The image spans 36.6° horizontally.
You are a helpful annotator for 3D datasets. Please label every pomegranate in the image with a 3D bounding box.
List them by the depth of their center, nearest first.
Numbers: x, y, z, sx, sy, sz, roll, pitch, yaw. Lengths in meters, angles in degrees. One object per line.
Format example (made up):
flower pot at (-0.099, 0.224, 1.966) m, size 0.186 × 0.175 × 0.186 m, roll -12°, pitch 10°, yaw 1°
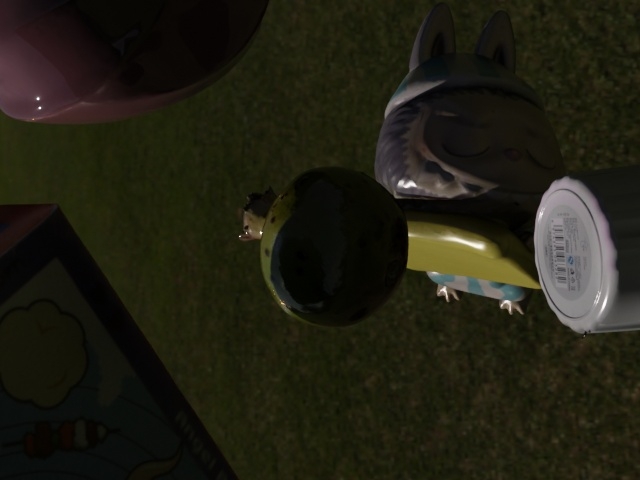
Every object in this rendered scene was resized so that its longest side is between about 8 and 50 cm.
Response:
pomegranate at (0.008, 0.002, 0.740) m, size 0.130 × 0.130 × 0.130 m, roll -178°, pitch 90°, yaw -67°

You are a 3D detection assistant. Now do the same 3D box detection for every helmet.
helmet at (-0.164, -0.206, 0.827) m, size 0.271 × 0.338 × 0.197 m, roll -1°, pitch 105°, yaw 40°

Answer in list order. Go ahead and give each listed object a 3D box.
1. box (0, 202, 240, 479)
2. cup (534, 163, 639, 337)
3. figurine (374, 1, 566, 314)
box at (-0.219, 0.203, 0.540) m, size 0.257 × 0.318 × 0.348 m, roll 1°, pitch 126°, yaw 47°
cup at (0.327, 0.006, 0.880) m, size 0.221 × 0.202 × 0.166 m, roll -162°, pitch 67°, yaw -75°
figurine at (0.233, -0.123, 1.310) m, size 0.377 × 0.266 × 0.361 m, roll -71°, pitch -23°, yaw -10°
